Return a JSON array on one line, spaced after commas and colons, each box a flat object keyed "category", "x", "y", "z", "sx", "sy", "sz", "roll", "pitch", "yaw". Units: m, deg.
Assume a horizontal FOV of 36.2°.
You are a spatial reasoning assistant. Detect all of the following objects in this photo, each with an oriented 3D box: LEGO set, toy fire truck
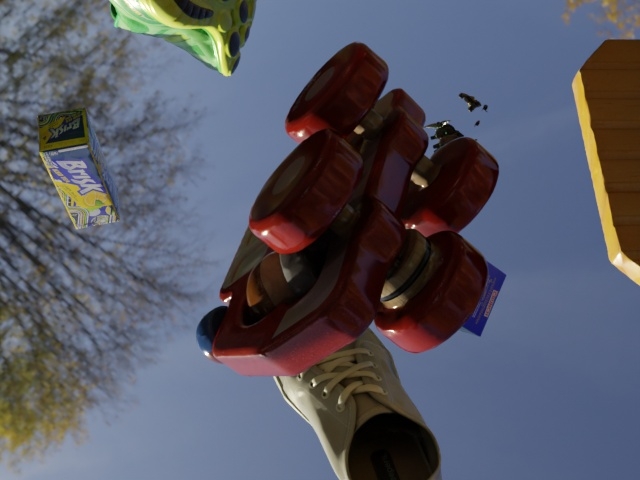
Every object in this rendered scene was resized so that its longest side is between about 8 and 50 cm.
[{"category": "LEGO set", "x": 0.133, "y": -0.105, "z": 0.955, "sx": 0.083, "sy": 0.054, "sz": 0.023, "roll": -43, "pitch": -172, "yaw": 24}, {"category": "toy fire truck", "x": 0.000, "y": 0.000, "z": 0.836, "sx": 0.254, "sy": 0.169, "sz": 0.302, "roll": -38, "pitch": -157, "yaw": 38}]

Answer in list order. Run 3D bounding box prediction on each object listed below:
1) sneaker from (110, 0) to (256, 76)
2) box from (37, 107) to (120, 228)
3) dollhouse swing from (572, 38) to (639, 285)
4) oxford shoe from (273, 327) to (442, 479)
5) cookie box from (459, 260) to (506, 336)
[{"category": "sneaker", "x": -0.146, "y": -0.253, "z": 1.018, "sx": 0.124, "sy": 0.295, "sz": 0.109, "roll": 19, "pitch": -91, "yaw": 13}, {"category": "box", "x": -0.286, "y": -0.083, "z": 1.167, "sx": 0.059, "sy": 0.169, "sz": 0.054, "roll": -11, "pitch": -121, "yaw": -4}, {"category": "dollhouse swing", "x": 0.460, "y": -0.128, "z": 0.906, "sx": 0.315, "sy": 0.305, "sz": 0.346, "roll": 127, "pitch": -34, "yaw": -56}, {"category": "oxford shoe", "x": 0.043, "y": 0.210, "z": 1.334, "sx": 0.169, "sy": 0.130, "sz": 0.449, "roll": -21, "pitch": -130, "yaw": -10}, {"category": "cookie box", "x": 0.180, "y": 0.063, "z": 1.244, "sx": 0.040, "sy": 0.107, "sz": 0.091, "roll": 17, "pitch": -100, "yaw": 44}]
